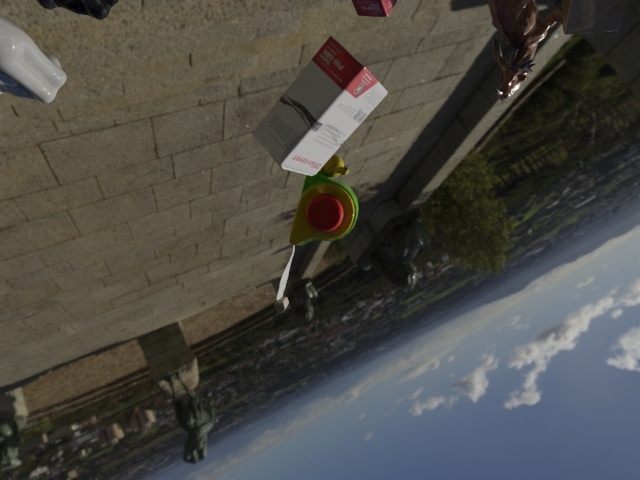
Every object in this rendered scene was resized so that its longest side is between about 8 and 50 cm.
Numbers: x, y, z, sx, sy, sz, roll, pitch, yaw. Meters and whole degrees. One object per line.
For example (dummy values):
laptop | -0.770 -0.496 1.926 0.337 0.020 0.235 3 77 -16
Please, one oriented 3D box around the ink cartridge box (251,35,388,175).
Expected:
ink cartridge box | 0.001 -0.145 0.523 0.135 0.056 0.099 -46 165 17

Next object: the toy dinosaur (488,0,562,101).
toy dinosaur | 0.416 -0.472 0.987 0.200 0.296 0.127 -37 -166 -9

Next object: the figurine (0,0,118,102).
figurine | -0.327 -0.271 0.478 0.215 0.092 0.209 -64 -179 -10

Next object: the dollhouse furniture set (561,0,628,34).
dollhouse furniture set | 0.535 -0.424 0.582 0.394 0.256 0.362 3 150 19

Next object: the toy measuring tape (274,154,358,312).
toy measuring tape | 0.000 0.000 0.888 0.121 0.121 0.330 -6 116 -53

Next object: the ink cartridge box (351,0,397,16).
ink cartridge box | 0.093 -0.513 0.812 0.127 0.072 0.175 -59 146 -10
